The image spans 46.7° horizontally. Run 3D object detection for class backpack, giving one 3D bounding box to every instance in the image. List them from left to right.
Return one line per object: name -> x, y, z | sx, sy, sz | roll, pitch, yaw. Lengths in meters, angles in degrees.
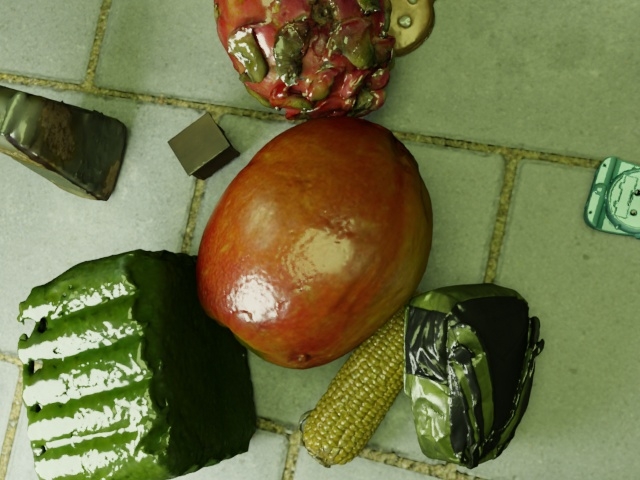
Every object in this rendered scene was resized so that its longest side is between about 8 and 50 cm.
backpack -> 0.209, 0.186, 1.023 | 0.140, 0.207, 0.253 | 3, 95, 49

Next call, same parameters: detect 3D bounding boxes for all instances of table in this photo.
table -> -0.184, -0.149, 1.211 | 0.083, 0.082, 0.070 | -36, 77, 7

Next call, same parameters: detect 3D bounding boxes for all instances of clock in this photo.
clock -> 0.462, -0.055, 1.064 | 0.147, 0.045, 0.108 | 16, 89, 14

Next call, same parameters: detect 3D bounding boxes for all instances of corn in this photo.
corn -> 0.078, 0.205, 1.106 | 0.106, 0.106, 0.293 | 36, 89, 15

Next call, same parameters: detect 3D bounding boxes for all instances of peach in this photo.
peach -> -0.002, -0.001, 1.038 | 0.290, 0.372, 0.372 | 36, 93, -3

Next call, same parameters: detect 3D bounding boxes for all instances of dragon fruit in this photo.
dragon fruit -> -0.017, -0.303, 1.113 | 0.250, 0.269, 0.291 | -39, 112, -1

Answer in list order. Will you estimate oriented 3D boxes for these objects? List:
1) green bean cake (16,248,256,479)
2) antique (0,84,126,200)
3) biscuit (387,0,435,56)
green bean cake -> -0.251, 0.191, 1.075 | 0.218, 0.319, 0.335 | -12, 77, 15
antique -> -0.430, -0.165, 1.170 | 0.125, 0.284, 0.150 | 16, 87, 15
biscuit -> 0.151, -0.460, 1.183 | 0.216, 0.047, 0.339 | 21, 89, 16
